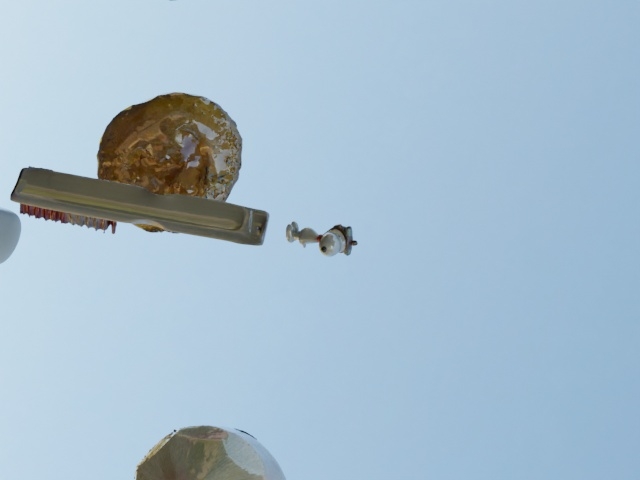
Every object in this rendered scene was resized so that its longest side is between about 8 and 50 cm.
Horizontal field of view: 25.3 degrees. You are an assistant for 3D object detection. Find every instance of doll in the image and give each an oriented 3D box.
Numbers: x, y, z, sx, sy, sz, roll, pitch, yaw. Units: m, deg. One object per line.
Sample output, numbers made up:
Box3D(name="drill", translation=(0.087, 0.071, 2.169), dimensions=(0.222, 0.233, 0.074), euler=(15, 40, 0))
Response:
Box3D(name="doll", translation=(0.001, -0.002, 1.785), dimensions=(0.085, 0.058, 0.040), euler=(18, -64, 42))

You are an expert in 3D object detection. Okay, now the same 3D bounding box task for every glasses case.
Box3D(name="glasses case", translation=(-0.457, -0.018, 1.779), dimensions=(0.051, 0.204, 0.081), euler=(23, -88, 36))

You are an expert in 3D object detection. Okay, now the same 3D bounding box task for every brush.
Box3D(name="brush", translation=(-0.226, -0.033, 1.794), dimensions=(0.050, 0.321, 0.060), euler=(98, 3, -48))

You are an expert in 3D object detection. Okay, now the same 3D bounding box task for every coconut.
Box3D(name="coconut", translation=(-0.123, 0.277, 1.498), dimensions=(0.171, 0.183, 0.171), euler=(-1, -95, 16))

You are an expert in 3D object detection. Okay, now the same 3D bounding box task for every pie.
Box3D(name="pie", translation=(-0.265, -0.136, 2.515), dimensions=(0.273, 0.273, 0.069), euler=(-60, -170, 12))
